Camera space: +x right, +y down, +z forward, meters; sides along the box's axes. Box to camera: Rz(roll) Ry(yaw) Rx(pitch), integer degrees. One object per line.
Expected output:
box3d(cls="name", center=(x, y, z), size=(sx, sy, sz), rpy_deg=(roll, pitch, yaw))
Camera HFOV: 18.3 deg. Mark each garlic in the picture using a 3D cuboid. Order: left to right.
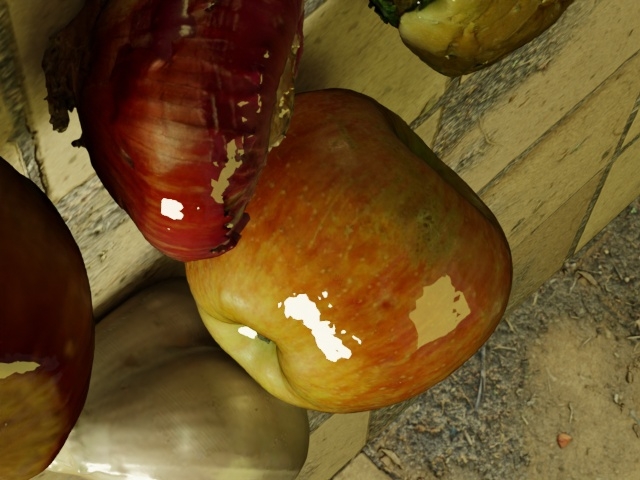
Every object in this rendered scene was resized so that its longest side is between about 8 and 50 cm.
box3d(cls="garlic", center=(-0.121, 0.178, 1.839), size=(0.246, 0.231, 0.340), rpy_deg=(-45, 161, -10))

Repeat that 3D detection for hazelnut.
box3d(cls="hazelnut", center=(-0.229, 0.048, 1.237), size=(0.181, 0.181, 0.212), rpy_deg=(-30, 146, -11))

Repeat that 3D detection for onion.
box3d(cls="onion", center=(-0.093, -0.106, 1.249), size=(0.230, 0.163, 0.230), rpy_deg=(14, 90, -84))

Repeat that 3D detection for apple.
box3d(cls="apple", center=(0.013, 0.020, 1.660), size=(0.250, 0.277, 0.309), rpy_deg=(-43, 155, 6))

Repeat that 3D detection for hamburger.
box3d(cls="hamburger", center=(0.156, -0.255, 1.560), size=(0.265, 0.134, 0.285), rpy_deg=(-42, 169, -3))
